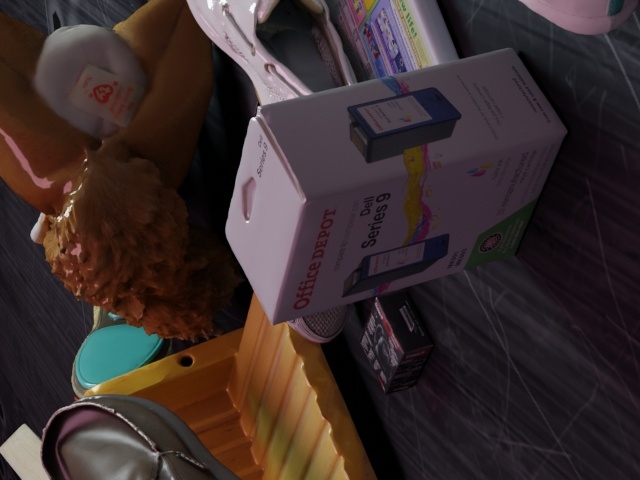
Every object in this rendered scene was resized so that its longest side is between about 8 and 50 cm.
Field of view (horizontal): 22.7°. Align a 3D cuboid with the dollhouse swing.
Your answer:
[{"bbox_3d":[-0.116,0.260,1.672,0.305,0.315,0.346,79,169,-65],"label":"dollhouse swing"}]

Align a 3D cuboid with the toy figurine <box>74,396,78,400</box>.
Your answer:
[{"bbox_3d":[-0.165,0.316,2.071,0.362,0.191,0.217,30,160,52],"label":"toy figurine"}]

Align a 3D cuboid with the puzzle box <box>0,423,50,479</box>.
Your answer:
[{"bbox_3d":[-0.228,0.412,2.038,0.409,0.052,0.272,48,169,-23],"label":"puzzle box"}]

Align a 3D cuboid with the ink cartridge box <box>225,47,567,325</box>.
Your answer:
[{"bbox_3d":[0.051,-0.039,1.154,0.154,0.212,0.093,106,144,-51],"label":"ink cartridge box"}]

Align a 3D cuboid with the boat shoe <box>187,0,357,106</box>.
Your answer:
[{"bbox_3d":[-0.034,-0.191,1.380,0.277,0.098,0.096,57,152,22],"label":"boat shoe"}]

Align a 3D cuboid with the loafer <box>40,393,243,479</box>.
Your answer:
[{"bbox_3d":[-0.175,0.252,1.597,0.366,0.130,0.133,23,100,42],"label":"loafer"}]

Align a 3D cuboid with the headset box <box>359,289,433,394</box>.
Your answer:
[{"bbox_3d":[0.068,0.090,1.432,0.062,0.032,0.083,63,154,29],"label":"headset box"}]

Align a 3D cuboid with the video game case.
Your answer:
[{"bbox_3d":[0.044,-0.188,1.341,0.193,0.023,0.212,126,129,-63],"label":"video game case"}]

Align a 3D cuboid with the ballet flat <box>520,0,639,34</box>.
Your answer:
[{"bbox_3d":[0.088,-0.253,1.081,0.400,0.139,0.139,50,147,47],"label":"ballet flat"}]

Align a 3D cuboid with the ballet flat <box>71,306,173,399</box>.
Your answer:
[{"bbox_3d":[-0.238,0.138,2.008,0.348,0.123,0.123,-94,2,-63],"label":"ballet flat"}]

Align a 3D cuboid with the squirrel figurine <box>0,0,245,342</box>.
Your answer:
[{"bbox_3d":[-0.250,-0.057,1.826,0.370,0.281,0.397,114,140,-66],"label":"squirrel figurine"}]

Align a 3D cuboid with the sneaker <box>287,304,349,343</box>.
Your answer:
[{"bbox_3d":[0.000,0.000,1.473,0.093,0.088,0.225,44,142,51],"label":"sneaker"}]
